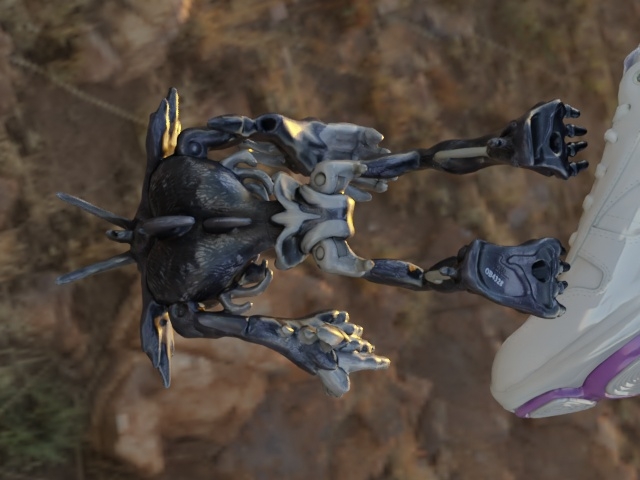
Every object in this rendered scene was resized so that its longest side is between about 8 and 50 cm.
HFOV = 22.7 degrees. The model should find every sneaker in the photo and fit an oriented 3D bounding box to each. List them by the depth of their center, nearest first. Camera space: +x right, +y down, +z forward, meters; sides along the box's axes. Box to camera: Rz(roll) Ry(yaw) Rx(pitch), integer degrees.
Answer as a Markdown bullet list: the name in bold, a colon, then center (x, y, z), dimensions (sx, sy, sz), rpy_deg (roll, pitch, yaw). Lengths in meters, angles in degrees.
- **sneaker**: center (0.202, -0.025, 0.906), dimensions (0.152, 0.305, 0.114), rpy_deg (51, 10, 28)

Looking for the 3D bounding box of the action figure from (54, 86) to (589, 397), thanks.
- **action figure**: center (0.000, 0.000, 0.842), dimensions (0.141, 0.275, 0.164), rpy_deg (26, 65, -58)
